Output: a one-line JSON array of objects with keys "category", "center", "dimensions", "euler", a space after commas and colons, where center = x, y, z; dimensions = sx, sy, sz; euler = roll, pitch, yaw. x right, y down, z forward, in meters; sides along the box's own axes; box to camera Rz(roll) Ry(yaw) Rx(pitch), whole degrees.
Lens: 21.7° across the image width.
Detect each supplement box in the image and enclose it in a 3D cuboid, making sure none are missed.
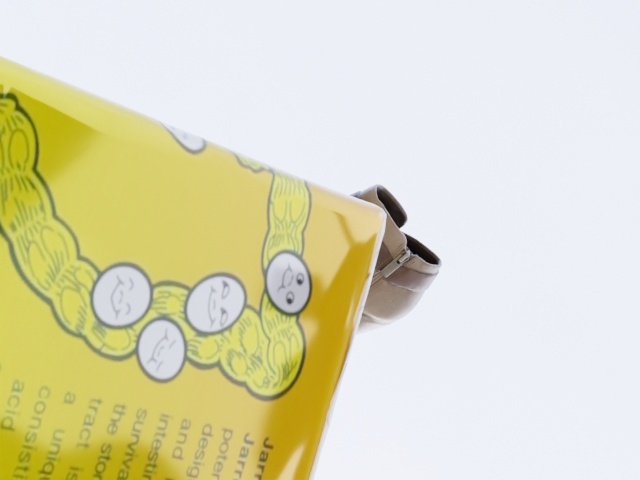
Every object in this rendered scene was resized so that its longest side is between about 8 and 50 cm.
[{"category": "supplement box", "center": [-0.182, 0.024, 0.477], "dimensions": [0.194, 0.357, 0.195], "euler": [13, -95, 43]}]

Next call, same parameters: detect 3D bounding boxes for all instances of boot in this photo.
[{"category": "boot", "center": [0.000, 0.000, 0.851], "dimensions": [0.118, 0.042, 0.087], "euler": [42, -61, -18]}]
